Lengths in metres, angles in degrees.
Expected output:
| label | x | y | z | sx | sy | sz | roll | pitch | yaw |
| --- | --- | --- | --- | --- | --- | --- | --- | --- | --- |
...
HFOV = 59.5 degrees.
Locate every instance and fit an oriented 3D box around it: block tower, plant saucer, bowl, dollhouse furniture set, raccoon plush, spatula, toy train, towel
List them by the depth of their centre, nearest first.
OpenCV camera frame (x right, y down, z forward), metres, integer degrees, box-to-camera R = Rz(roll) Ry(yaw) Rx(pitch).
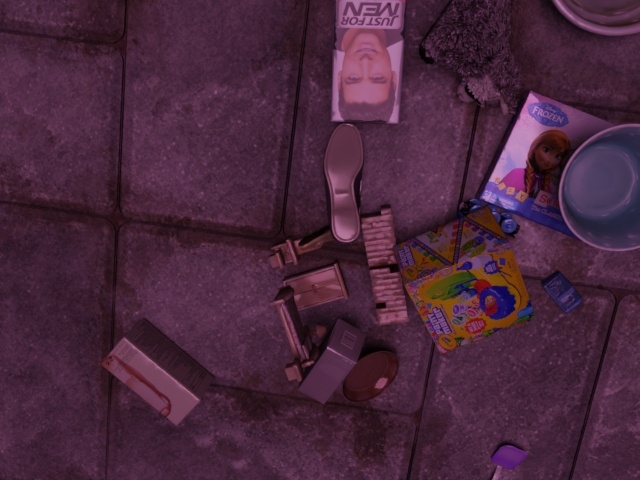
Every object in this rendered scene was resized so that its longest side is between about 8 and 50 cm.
| label | x | y | z | sx | sy | sz | roll | pitch | yaw |
| --- | --- | --- | --- | --- | --- | --- | --- | --- | --- |
| raccoon plush | 0.435 | -0.486 | 1.330 | 0.299 | 0.446 | 0.216 | 34 | 70 | -5 |
| plant saucer | 0.740 | -0.712 | 1.389 | 0.401 | 0.100 | 0.400 | 1 | 103 | 5 |
| bowl | 0.735 | -0.141 | 1.421 | 0.312 | 0.163 | 0.311 | 1 | 104 | 2 |
| dollhouse furniture set | -0.030 | 0.155 | 1.518 | 0.174 | 0.355 | 0.303 | -18 | 100 | 7 |
| toy train | 0.465 | -0.044 | 1.579 | 0.184 | 0.080 | 0.105 | 23 | 113 | -3 |
| block tower | 0.183 | 0.070 | 1.617 | 0.097 | 0.091 | 0.335 | -8 | 102 | 6 |
| towel | 0.703 | 0.150 | 1.627 | 0.067 | 0.029 | 0.119 | -40 | 97 | 11 |
| plant saucer | 0.144 | 0.402 | 1.686 | 0.199 | 0.036 | 0.198 | -15 | 126 | -21 |
| spatula | 0.546 | 0.768 | 1.781 | 0.084 | 0.030 | 0.296 | 26 | 104 | -1 |

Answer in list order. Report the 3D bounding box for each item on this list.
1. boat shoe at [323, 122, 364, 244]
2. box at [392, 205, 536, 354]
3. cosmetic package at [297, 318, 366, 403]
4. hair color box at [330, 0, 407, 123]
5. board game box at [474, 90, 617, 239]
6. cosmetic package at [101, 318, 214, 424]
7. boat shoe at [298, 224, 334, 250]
| label | x | y | z | sx | sy | sz | roll | pitch | yaw |
| --- | --- | --- | --- | --- | --- | --- | --- | --- | --- |
| boat shoe | 0.062 | -0.156 | 1.572 | 0.112 | 0.095 | 0.334 | 0 | 88 | -3 |
| box | 0.388 | 0.112 | 1.517 | 0.279 | 0.177 | 0.289 | -24 | 123 | 12 |
| cosmetic package | 0.031 | 0.356 | 1.635 | 0.107 | 0.127 | 0.238 | 30 | 128 | -3 |
| hair color box | 0.126 | -0.501 | 1.479 | 0.186 | 0.113 | 0.374 | 3 | 104 | 4 |
| board game box | 0.639 | -0.201 | 1.531 | 0.319 | 0.066 | 0.317 | 21 | 103 | -1 |
| cosmetic package | -0.494 | 0.400 | 1.717 | 0.296 | 0.153 | 0.129 | 41 | 104 | -4 |
| boat shoe | -0.001 | 0.000 | 1.596 | 0.056 | 0.153 | 0.048 | -1 | 111 | 41 |
